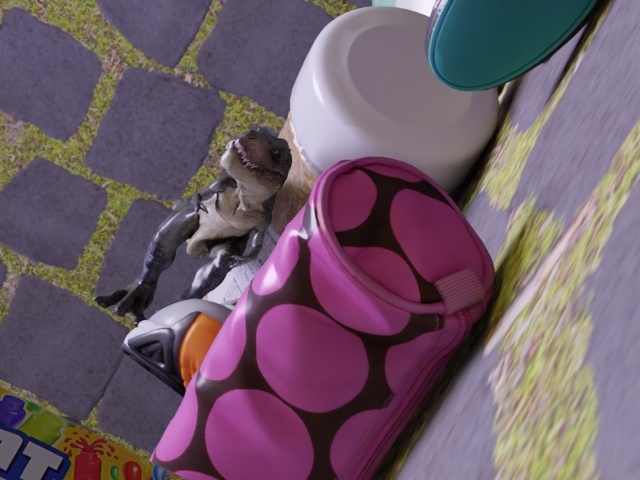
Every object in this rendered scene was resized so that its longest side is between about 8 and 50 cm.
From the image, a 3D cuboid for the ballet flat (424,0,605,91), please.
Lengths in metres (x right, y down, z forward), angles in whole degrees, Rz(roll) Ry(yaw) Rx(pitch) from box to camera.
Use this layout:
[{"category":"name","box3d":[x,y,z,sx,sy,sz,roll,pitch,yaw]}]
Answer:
[{"category":"ballet flat","box3d":[0.119,-0.154,0.719,0.203,0.074,0.074,-53,8,40]}]

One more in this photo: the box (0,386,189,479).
[{"category":"box","box3d":[-0.179,0.203,0.548,0.177,0.290,0.279,-61,4,45]}]

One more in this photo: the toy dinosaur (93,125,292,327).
[{"category":"toy dinosaur","box3d":[-0.079,0.004,0.956,0.118,0.064,0.268,-58,11,-17]}]

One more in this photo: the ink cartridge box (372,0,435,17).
[{"category":"ink cartridge box","box3d":[0.079,-0.165,1.106,0.225,0.056,0.181,121,148,-81]}]

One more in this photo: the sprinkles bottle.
[{"category":"sprinkles bottle","box3d":[0.000,0.000,1.028,0.121,0.121,0.355,-65,2,-39]}]

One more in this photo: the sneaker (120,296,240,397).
[{"category":"sneaker","box3d":[-0.025,0.050,0.858,0.121,0.099,0.262,-55,-14,-4]}]

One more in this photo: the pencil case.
[{"category":"pencil case","box3d":[-0.001,0.069,0.670,0.095,0.098,0.209,-3,-46,-38]}]
